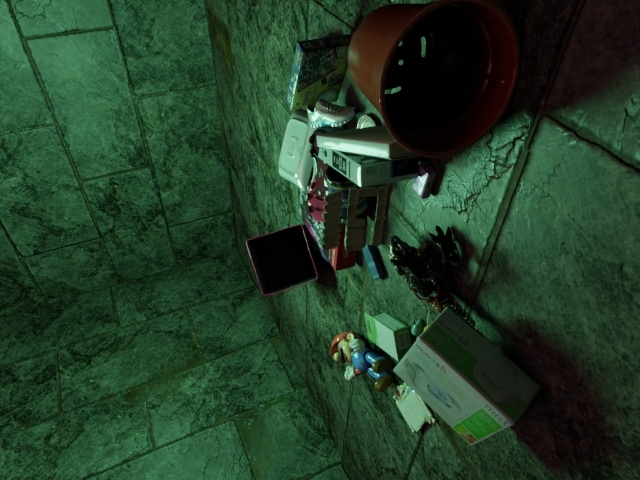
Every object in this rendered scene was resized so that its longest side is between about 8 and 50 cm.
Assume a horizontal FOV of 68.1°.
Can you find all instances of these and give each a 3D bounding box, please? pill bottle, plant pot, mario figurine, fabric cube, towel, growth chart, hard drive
[{"bbox_3d":[0.091,-0.142,1.502,0.123,0.122,0.219,56,168,41],"label":"pill bottle"},{"bbox_3d":[0.188,-0.338,0.921,0.265,0.272,0.273,-121,22,-54],"label":"plant pot"},{"bbox_3d":[0.133,0.470,1.839,0.320,0.170,0.198,22,92,57],"label":"mario figurine"},{"bbox_3d":[-0.165,0.080,2.132,0.258,0.254,0.259,-148,42,-87],"label":"fabric cube"},{"bbox_3d":[0.179,0.073,1.605,0.067,0.029,0.120,140,111,-69],"label":"towel"},{"bbox_3d":[0.319,0.580,1.653,0.237,0.021,0.172,105,144,-57],"label":"growth chart"},{"bbox_3d":[0.152,-0.236,1.114,0.307,0.202,0.040,28,127,57],"label":"hard drive"}]

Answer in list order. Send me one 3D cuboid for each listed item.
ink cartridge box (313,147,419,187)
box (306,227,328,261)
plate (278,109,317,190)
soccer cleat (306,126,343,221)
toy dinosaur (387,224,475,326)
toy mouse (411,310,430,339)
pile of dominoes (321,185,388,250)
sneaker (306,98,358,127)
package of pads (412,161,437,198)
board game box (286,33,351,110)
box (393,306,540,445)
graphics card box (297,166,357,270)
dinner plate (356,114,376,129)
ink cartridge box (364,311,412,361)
[{"bbox_3d":[0.109,-0.231,1.274,0.333,0.165,0.065,-135,37,-57],"label":"ink cartridge box"},{"bbox_3d":[0.000,0.000,2.029,0.225,0.036,0.137,-143,40,-63],"label":"box"},{"bbox_3d":[-0.090,-0.354,1.813,0.278,0.045,0.278,40,118,58],"label":"plate"},{"bbox_3d":[0.033,-0.225,1.600,0.116,0.143,0.332,21,123,31],"label":"soccer cleat"},{"bbox_3d":[0.285,0.088,1.218,0.321,0.164,0.218,30,153,30],"label":"toy dinosaur"},{"bbox_3d":[0.309,0.298,1.428,0.143,0.031,0.161,144,108,-70],"label":"toy mouse"},{"bbox_3d":[0.101,-0.071,1.479,0.040,0.195,0.251,-96,5,-48],"label":"pile of dominoes"},{"bbox_3d":[0.027,-0.400,1.465,0.190,0.071,0.083,3,132,39],"label":"sneaker"},{"bbox_3d":[0.260,-0.150,1.187,0.083,0.031,0.050,96,151,-47],"label":"package of pads"},{"bbox_3d":[-0.006,-0.503,1.432,0.243,0.165,0.042,115,134,-62],"label":"board game box"},{"bbox_3d":[0.336,0.325,1.128,0.262,0.126,0.231,43,151,18],"label":"box"},{"bbox_3d":[0.023,-0.092,1.804,0.233,0.094,0.371,93,154,-44],"label":"graphics card box"},{"bbox_3d":[0.146,-0.300,1.403,0.141,0.017,0.141,53,152,43],"label":"dinner plate"},{"bbox_3d":[0.230,0.316,1.615,0.209,0.062,0.109,-157,53,-66],"label":"ink cartridge box"}]
